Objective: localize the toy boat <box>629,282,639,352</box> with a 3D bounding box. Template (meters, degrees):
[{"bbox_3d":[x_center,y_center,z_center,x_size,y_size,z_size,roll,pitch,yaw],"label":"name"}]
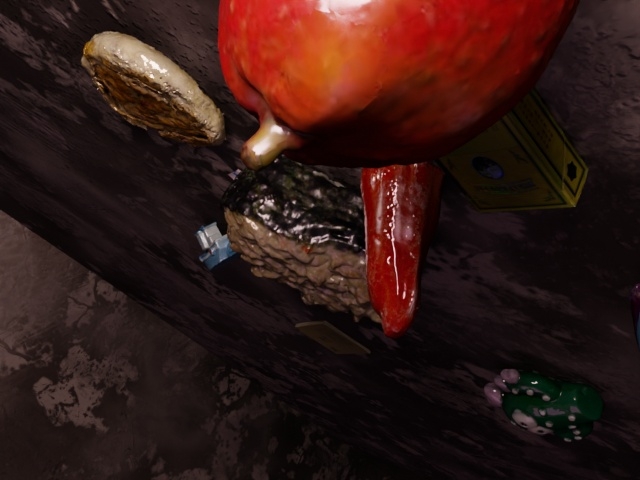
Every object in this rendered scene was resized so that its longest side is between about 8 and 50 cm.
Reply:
[{"bbox_3d":[0.521,0.174,0.986,0.392,0.136,0.079,47,-177,-40],"label":"toy boat"}]

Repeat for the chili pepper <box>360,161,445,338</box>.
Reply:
[{"bbox_3d":[0.102,0.013,0.943,0.136,0.253,0.144,21,159,-36],"label":"chili pepper"}]

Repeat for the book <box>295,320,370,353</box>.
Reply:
[{"bbox_3d":[0.031,0.278,1.929,0.168,0.013,0.192,35,157,-18],"label":"book"}]

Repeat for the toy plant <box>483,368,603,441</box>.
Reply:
[{"bbox_3d":[0.463,0.343,1.422,0.232,0.113,0.243,23,152,8],"label":"toy plant"}]

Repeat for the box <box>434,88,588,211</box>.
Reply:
[{"bbox_3d":[0.189,-0.121,0.778,0.141,0.064,0.220,-1,146,50],"label":"box"}]

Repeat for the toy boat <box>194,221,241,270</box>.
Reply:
[{"bbox_3d":[-0.237,0.006,1.577,0.102,0.088,0.215,64,157,3],"label":"toy boat"}]

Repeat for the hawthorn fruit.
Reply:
[{"bbox_3d":[0.045,-0.172,0.510,0.265,0.307,0.265,31,162,11],"label":"hawthorn fruit"}]

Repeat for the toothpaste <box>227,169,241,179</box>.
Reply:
[{"bbox_3d":[-0.091,-0.070,1.278,0.190,0.031,0.048,39,157,-21],"label":"toothpaste"}]

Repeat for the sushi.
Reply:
[{"bbox_3d":[0.000,0.000,1.130,0.350,0.171,0.211,29,157,-5],"label":"sushi"}]

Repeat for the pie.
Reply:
[{"bbox_3d":[-0.269,-0.232,1.094,0.274,0.055,0.274,26,164,8],"label":"pie"}]
